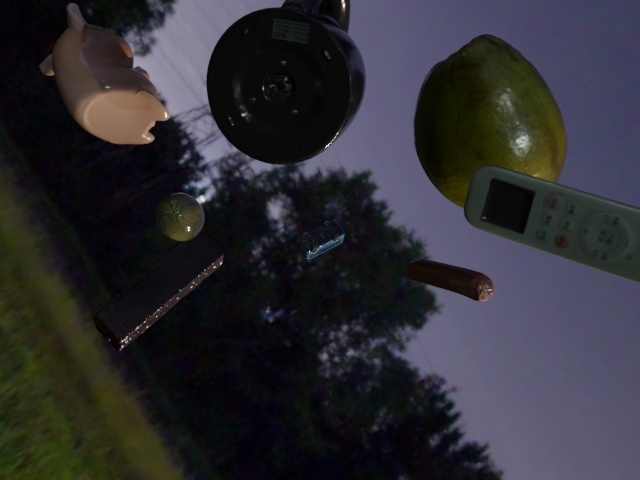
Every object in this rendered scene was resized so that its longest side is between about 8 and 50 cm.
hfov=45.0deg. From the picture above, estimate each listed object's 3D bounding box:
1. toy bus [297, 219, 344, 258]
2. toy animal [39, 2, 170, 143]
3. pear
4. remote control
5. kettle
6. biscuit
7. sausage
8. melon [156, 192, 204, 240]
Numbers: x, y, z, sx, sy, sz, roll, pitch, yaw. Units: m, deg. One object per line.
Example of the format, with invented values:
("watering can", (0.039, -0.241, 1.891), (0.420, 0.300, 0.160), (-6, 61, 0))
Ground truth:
("toy bus", (0.000, 0.000, 1.403), (0.038, 0.083, 0.046), (53, -21, 25))
("toy animal", (-0.464, -0.352, 1.674), (0.195, 0.212, 0.256), (-50, -126, 34))
("pear", (0.368, -0.239, 1.715), (0.414, 0.351, 0.352), (68, -12, -15))
("remote control", (0.322, -0.015, 0.921), (0.309, 0.038, 0.090), (21, -64, 22))
("kettle", (-0.015, -0.270, 1.153), (0.290, 0.207, 0.268), (-46, 152, -67))
("biscuit", (-0.428, 0.129, 2.065), (0.107, 0.388, 0.073), (42, -27, 11))
("sausage", (0.152, 0.046, 0.931), (0.147, 0.030, 0.035), (17, -58, 57))
("melon", (-0.285, -0.048, 1.569), (0.098, 0.098, 0.130), (57, 3, 6))
